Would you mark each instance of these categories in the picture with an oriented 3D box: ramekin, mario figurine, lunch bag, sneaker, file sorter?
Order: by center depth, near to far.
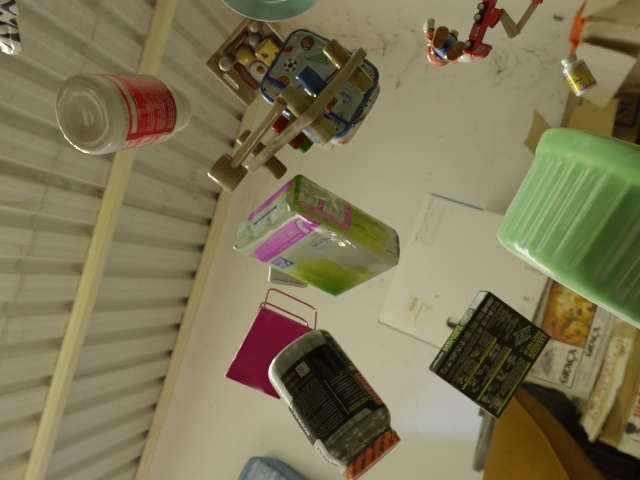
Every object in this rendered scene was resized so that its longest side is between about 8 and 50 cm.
[{"bbox_3d":[0.365,0.004,0.543,0.148,0.303,0.303,-62,-18,14],"label":"ramekin"},{"bbox_3d":[-0.804,-0.523,1.091,0.153,0.235,0.094,-16,-89,-33],"label":"sneaker"},{"bbox_3d":[0.002,-0.406,1.253,0.243,0.303,0.115,-57,-11,1],"label":"lunch bag"},{"bbox_3d":[-0.157,0.338,1.561,0.291,0.202,0.182,-61,9,20],"label":"file sorter"},{"bbox_3d":[0.497,-0.777,1.790,0.320,0.170,0.198,-67,-37,-68],"label":"mario figurine"}]

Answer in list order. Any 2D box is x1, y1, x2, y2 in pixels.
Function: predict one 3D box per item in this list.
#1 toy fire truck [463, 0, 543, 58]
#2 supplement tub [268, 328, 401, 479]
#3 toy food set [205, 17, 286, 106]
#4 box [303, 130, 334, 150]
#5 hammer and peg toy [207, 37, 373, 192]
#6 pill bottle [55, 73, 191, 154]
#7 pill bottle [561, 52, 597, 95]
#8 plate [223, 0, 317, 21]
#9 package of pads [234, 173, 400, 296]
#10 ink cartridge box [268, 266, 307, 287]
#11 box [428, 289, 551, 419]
[{"bbox_3d":[0.444,-0.534,1.125,0.047,0.135,0.192,-29,-40,-54],"label":"toy fire truck"},{"bbox_3d":[0.032,0.386,1.097,0.193,0.316,0.194,-30,-29,-19],"label":"supplement tub"},{"bbox_3d":[-0.244,-0.647,1.651,0.219,0.306,0.092,42,-137,-23],"label":"toy food set"},{"bbox_3d":[0.016,-0.529,1.819,0.121,0.148,0.311,126,157,-69],"label":"box"},{"bbox_3d":[-0.051,-0.232,0.934,0.127,0.266,0.361,44,-126,-16],"label":"hammer and peg toy"},{"bbox_3d":[-0.606,-0.417,1.492,0.407,0.229,0.229,-43,-36,-63],"label":"pill bottle"},{"bbox_3d":[0.547,-0.354,0.983,0.083,0.043,0.043,60,-152,1],"label":"pill bottle"},{"bbox_3d":[-0.083,-0.431,0.745,0.188,0.188,0.024,41,-137,-67],"label":"plate"},{"bbox_3d":[0.000,0.000,1.004,0.296,0.229,0.101,28,-130,-29],"label":"package of pads"},{"bbox_3d":[-0.089,0.059,1.429,0.175,0.127,0.072,102,176,-46],"label":"ink cartridge box"},{"bbox_3d":[0.458,0.306,1.256,0.270,0.216,0.060,-55,2,-6],"label":"box"}]
